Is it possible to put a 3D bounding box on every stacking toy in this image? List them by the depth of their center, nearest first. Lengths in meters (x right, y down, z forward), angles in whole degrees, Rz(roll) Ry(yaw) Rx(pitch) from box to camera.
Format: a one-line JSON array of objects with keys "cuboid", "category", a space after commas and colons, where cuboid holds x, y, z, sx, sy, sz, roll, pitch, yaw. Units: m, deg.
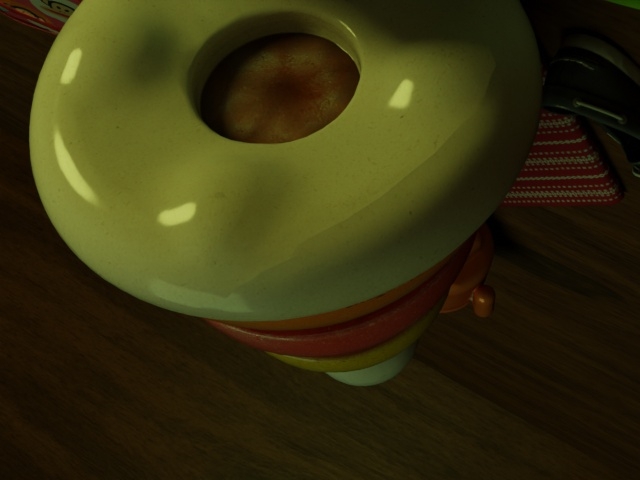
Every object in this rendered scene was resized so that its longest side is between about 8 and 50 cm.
[{"cuboid": [0.000, 0.000, 0.849, 0.350, 0.351, 0.480, 28, 156, 24], "category": "stacking toy"}]

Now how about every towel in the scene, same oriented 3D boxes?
[{"cuboid": [0.143, -0.108, 0.926, 0.198, 0.031, 0.275, 1, 153, 37], "category": "towel"}]

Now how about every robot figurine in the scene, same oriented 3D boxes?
[{"cuboid": [0.157, 0.022, 1.323, 0.158, 0.128, 0.219, 10, 165, 7], "category": "robot figurine"}]

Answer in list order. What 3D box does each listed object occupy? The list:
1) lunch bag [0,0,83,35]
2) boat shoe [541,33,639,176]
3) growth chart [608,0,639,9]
[{"cuboid": [-0.181, -0.246, 0.973, 0.293, 0.120, 0.258, 20, 168, -14], "category": "lunch bag"}, {"cuboid": [0.250, -0.074, 0.786, 0.206, 0.065, 0.075, 36, 169, -18], "category": "boat shoe"}, {"cuboid": [0.127, -0.222, 0.601, 0.172, 0.021, 0.237, 25, 166, 40], "category": "growth chart"}]
